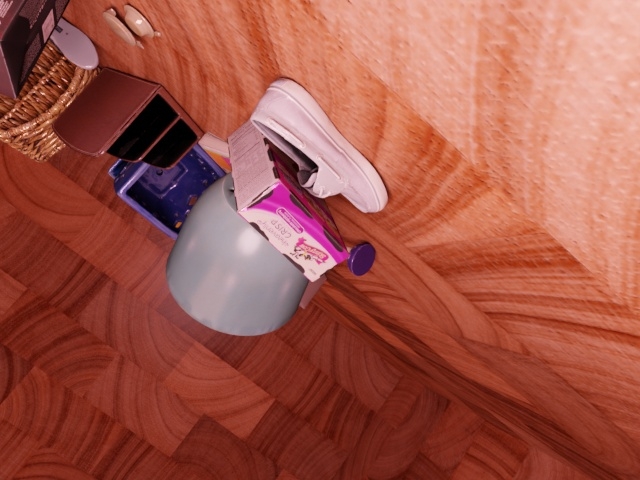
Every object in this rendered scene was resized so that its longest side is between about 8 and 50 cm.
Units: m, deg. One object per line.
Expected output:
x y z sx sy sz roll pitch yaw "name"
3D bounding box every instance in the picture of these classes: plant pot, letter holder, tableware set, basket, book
-0.426 -0.175 1.233 0.212 0.236 0.236 34 170 45 "plant pot"
-0.461 -0.256 1.036 0.302 0.214 0.152 28 165 39 "letter holder"
-0.324 -0.366 0.678 0.141 0.020 0.168 26 162 43 "tableware set"
-0.709 -0.375 1.103 0.214 0.299 0.223 31 167 34 "basket"
-0.135 0.000 0.874 0.293 0.293 0.235 36 129 9 "plant pot"
-0.206 -0.180 1.027 0.096 0.035 0.144 28 166 27 "book"

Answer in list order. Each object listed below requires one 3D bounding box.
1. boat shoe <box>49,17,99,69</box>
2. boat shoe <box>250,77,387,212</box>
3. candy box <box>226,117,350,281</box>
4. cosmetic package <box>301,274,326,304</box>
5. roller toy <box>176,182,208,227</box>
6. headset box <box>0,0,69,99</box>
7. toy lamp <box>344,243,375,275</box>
-0.566 -0.448 0.999 0.183 0.065 0.083 44 171 -4 "boat shoe"
-0.002 -0.101 0.581 0.227 0.081 0.079 44 167 -28 "boat shoe"
-0.055 -0.071 0.648 0.159 0.071 0.233 46 -166 -35 "candy box"
-0.117 0.092 1.519 0.217 0.156 0.385 33 167 16 "cosmetic package"
-0.464 -0.141 1.559 0.146 0.191 0.209 42 179 -20 "roller toy"
-0.472 -0.326 0.501 0.294 0.217 0.110 18 154 -18 "headset box"
0.000 0.000 0.996 0.275 0.080 0.080 27 165 43 "toy lamp"
